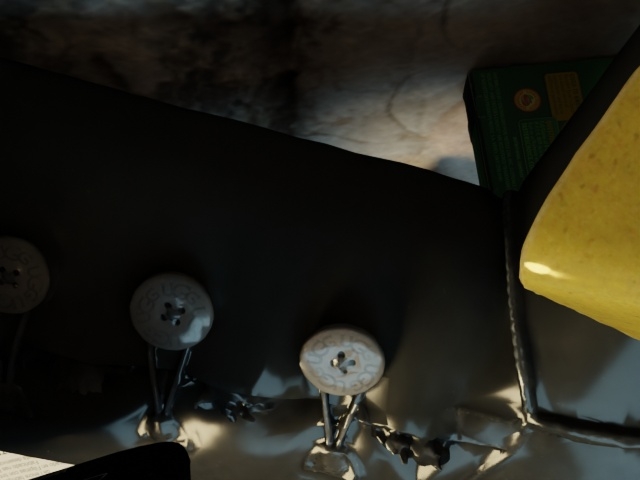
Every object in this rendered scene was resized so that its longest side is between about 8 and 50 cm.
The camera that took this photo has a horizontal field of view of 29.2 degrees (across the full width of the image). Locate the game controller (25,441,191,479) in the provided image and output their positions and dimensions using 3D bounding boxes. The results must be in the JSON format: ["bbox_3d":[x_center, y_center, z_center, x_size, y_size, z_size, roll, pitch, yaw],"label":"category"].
[{"bbox_3d":[-0.212,0.163,0.557,0.319,0.067,0.166,-19,-166,16],"label":"game controller"}]

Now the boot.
[{"bbox_3d":[0.002,-0.035,0.596,0.445,0.367,0.146,13,-164,9],"label":"boot"}]

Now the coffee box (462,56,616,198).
[{"bbox_3d":[0.181,-0.049,0.698,0.184,0.113,0.040,-7,159,-3],"label":"coffee box"}]

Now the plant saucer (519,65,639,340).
[{"bbox_3d":[0.275,-0.057,0.435,0.332,0.081,0.333,23,106,-43],"label":"plant saucer"}]

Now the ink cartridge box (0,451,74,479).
[{"bbox_3d":[-0.101,0.253,1.074,0.270,0.151,0.395,-15,117,25],"label":"ink cartridge box"}]
